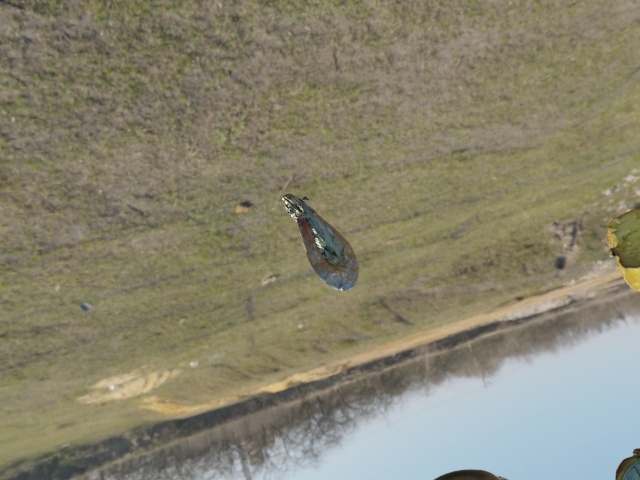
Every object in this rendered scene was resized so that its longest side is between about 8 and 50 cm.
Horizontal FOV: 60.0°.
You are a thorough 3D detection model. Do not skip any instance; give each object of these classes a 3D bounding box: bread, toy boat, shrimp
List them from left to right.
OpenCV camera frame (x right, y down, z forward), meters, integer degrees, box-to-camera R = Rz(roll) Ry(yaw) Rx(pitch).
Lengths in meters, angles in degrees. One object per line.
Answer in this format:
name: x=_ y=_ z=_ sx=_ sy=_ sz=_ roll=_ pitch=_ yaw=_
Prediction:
shrimp: x=0.000 y=0.000 z=0.908 sx=0.042 sy=0.190 sz=0.101 roll=-34 pitch=-176 yaw=40
toy boat: x=0.598 y=0.418 z=0.997 sx=0.185 sy=0.089 sz=0.071 roll=-29 pitch=171 yaw=9
bread: x=0.586 y=0.027 z=0.885 sx=0.228 sy=0.143 sz=0.140 roll=-4 pitch=133 yaw=25

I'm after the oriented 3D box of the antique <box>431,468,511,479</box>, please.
antique: x=0.249 y=0.476 z=0.930 sx=0.223 sy=0.129 sz=0.278 roll=-21 pitch=174 yaw=11
